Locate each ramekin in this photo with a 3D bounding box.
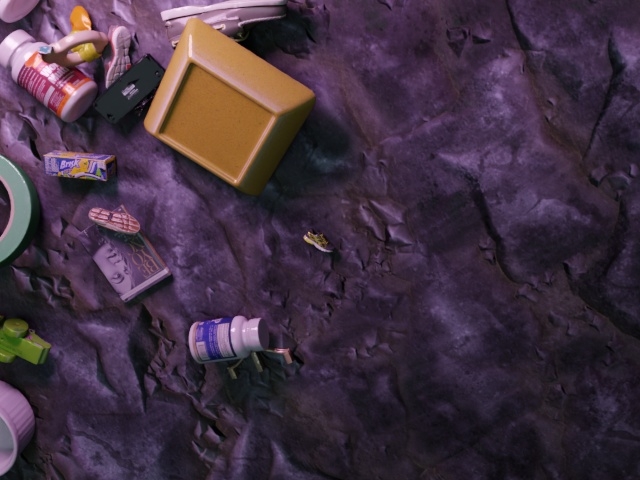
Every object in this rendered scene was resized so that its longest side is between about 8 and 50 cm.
[{"bbox_3d":[-0.972,0.537,2.185,0.277,0.135,0.277,4,110,11],"label":"ramekin"}]

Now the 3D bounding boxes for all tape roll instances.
[{"bbox_3d":[-0.888,-0.077,1.915,0.321,0.077,0.321,0,87,-2],"label":"tape roll"}]

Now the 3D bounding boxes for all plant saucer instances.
[{"bbox_3d":[-0.227,-0.279,1.717,0.333,0.081,0.333,32,127,-5],"label":"plant saucer"}]

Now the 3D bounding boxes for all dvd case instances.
[{"bbox_3d":[-0.517,0.037,1.977,0.164,0.018,0.221,-30,100,20],"label":"dvd case"}]

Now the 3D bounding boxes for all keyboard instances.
[{"bbox_3d":[-0.450,-0.356,1.814,0.192,0.038,0.100,-39,108,10],"label":"keyboard"}]

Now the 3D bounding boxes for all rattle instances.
[{"bbox_3d":[-0.594,-0.468,1.703,0.130,0.199,0.143,-6,101,47],"label":"rattle"}]

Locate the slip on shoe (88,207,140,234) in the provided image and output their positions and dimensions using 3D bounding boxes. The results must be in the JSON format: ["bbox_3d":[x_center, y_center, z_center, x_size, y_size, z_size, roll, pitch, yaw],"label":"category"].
[{"bbox_3d":[-0.525,-0.044,1.922,0.135,0.051,0.041,15,149,0],"label":"slip on shoe"}]

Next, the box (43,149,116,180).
[{"bbox_3d":[-0.605,-0.189,1.895,0.169,0.059,0.054,7,111,10],"label":"box"}]

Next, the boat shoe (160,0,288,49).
[{"bbox_3d":[-0.210,-0.489,1.684,0.305,0.109,0.091,-2,109,19],"label":"boat shoe"}]

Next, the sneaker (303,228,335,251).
[{"bbox_3d":[0.000,0.000,1.845,0.083,0.031,0.035,26,112,2],"label":"sneaker"}]

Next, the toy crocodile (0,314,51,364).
[{"bbox_3d":[-0.912,0.246,2.099,0.340,0.105,0.115,22,112,-1],"label":"toy crocodile"}]

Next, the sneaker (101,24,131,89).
[{"bbox_3d":[-0.493,-0.439,1.798,0.065,0.061,0.158,30,115,30],"label":"sneaker"}]

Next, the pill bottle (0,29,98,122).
[{"bbox_3d":[-0.656,-0.395,1.802,0.221,0.121,0.121,39,112,-3],"label":"pill bottle"}]

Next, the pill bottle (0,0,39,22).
[{"bbox_3d":[-0.776,-0.635,1.737,0.245,0.136,0.136,42,112,-4],"label":"pill bottle"}]

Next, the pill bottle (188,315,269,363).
[{"bbox_3d":[-0.233,0.253,1.940,0.186,0.112,0.112,-9,106,15],"label":"pill bottle"}]

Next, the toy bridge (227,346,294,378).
[{"bbox_3d":[-0.166,0.316,1.993,0.188,0.026,0.063,-18,102,17],"label":"toy bridge"}]

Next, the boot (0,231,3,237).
[{"bbox_3d":[-0.982,0.008,2.025,0.207,0.094,0.246,-42,92,20],"label":"boot"}]
